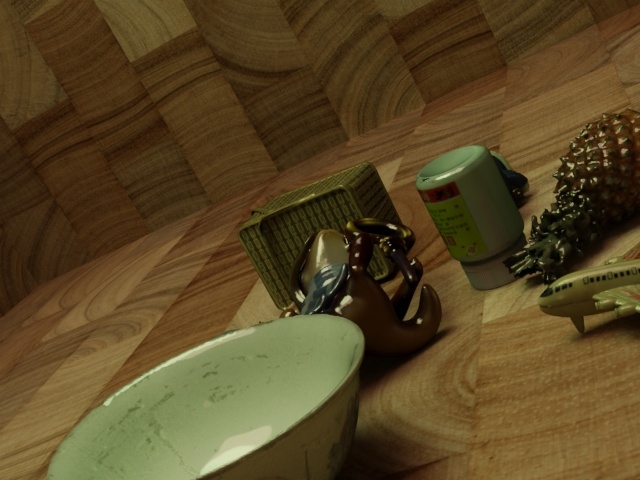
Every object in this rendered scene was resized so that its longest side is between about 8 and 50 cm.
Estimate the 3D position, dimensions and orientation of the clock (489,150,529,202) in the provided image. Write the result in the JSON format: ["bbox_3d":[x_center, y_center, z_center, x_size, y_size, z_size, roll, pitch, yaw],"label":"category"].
[{"bbox_3d":[0.317,-0.096,1.758,0.200,0.146,0.243,-18,10,22],"label":"clock"}]

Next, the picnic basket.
[{"bbox_3d":[0.000,0.000,1.851,0.313,0.228,0.175,-20,15,29],"label":"picnic basket"}]

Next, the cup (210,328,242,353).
[{"bbox_3d":[-0.153,0.221,1.410,0.166,0.221,0.202,-64,9,-1],"label":"cup"}]

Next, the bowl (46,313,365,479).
[{"bbox_3d":[-0.112,0.284,1.125,0.435,0.195,0.435,-20,14,5],"label":"bowl"}]

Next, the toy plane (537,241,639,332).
[{"bbox_3d":[0.414,0.060,1.146,0.244,0.092,0.229,-24,17,21],"label":"toy plane"}]

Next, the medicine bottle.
[{"bbox_3d":[0.268,-0.040,1.481,0.139,0.225,0.139,-27,15,8],"label":"medicine bottle"}]

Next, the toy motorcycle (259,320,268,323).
[{"bbox_3d":[-0.132,0.218,1.619,0.255,0.092,0.135,-26,14,-2],"label":"toy motorcycle"}]

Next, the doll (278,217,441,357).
[{"bbox_3d":[0.047,0.083,1.477,0.318,0.209,0.340,-15,11,-9],"label":"doll"}]

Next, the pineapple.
[{"bbox_3d":[0.443,-0.067,1.420,0.361,0.175,0.175,-48,22,-28],"label":"pineapple"}]
